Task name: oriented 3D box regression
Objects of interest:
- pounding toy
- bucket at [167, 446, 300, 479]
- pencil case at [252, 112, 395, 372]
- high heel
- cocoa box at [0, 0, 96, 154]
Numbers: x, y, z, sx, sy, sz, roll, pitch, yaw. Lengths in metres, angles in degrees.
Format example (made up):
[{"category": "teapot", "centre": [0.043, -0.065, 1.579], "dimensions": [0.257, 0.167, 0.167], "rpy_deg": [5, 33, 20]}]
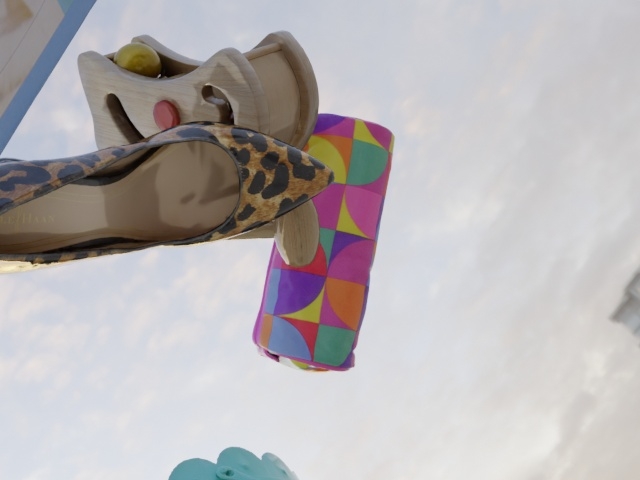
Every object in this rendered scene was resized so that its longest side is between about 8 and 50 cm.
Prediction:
[{"category": "pounding toy", "centre": [-0.107, -0.093, 0.770], "dimensions": [0.155, 0.269, 0.154], "rpy_deg": [-31, -41, -45]}, {"category": "bucket", "centre": [-0.085, 0.385, 1.012], "dimensions": [0.281, 0.183, 0.281], "rpy_deg": [-18, -54, -26]}, {"category": "pencil case", "centre": [0.000, 0.000, 0.849], "dimensions": [0.104, 0.104, 0.236], "rpy_deg": [21, -106, -55]}, {"category": "high heel", "centre": [-0.108, -0.021, 0.618], "dimensions": [0.261, 0.186, 0.093], "rpy_deg": [-3, -75, -8]}, {"category": "cocoa box", "centre": [-0.274, -0.178, 0.366], "dimensions": [0.347, 0.228, 0.231], "rpy_deg": [67, -142, -54]}]
